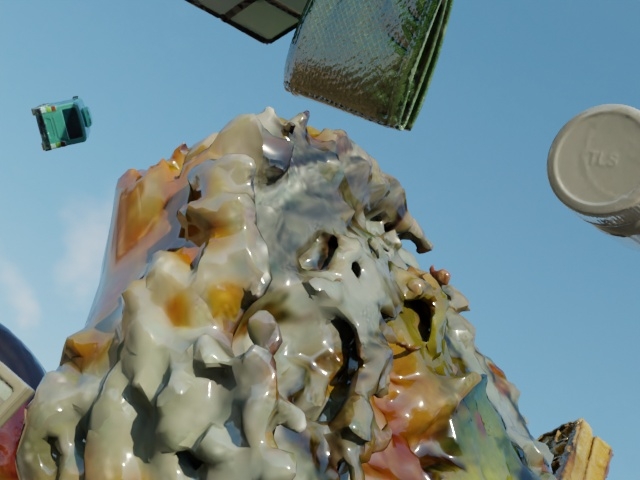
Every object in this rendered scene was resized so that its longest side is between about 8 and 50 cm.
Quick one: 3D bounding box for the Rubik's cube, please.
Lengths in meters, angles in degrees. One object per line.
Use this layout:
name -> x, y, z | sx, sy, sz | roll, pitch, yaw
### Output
Rubik's cube -> -0.077, -0.399, 1.105 | 0.183, 0.167, 0.180 | 22, -25, -39

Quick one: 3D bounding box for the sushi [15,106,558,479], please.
sushi -> 0.032, 0.132, 0.459 | 0.176, 0.417, 0.417 | -33, -60, 23

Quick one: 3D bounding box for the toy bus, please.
toy bus -> -0.457, -0.211, 1.468 | 0.160, 0.092, 0.079 | -137, -145, -72

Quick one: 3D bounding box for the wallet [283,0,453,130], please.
wallet -> 0.049, -0.213, 0.879 | 0.055, 0.160, 0.236 | 9, 13, -36

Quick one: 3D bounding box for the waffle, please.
waffle -> 0.342, 0.433, 1.314 | 0.091, 0.308, 0.213 | 48, -52, 0

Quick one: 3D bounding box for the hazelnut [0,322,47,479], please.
hazelnut -> -0.640, 0.313, 1.348 | 0.421, 0.421, 0.353 | 20, -10, 16

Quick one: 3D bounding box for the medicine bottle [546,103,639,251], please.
medicine bottle -> 0.287, -0.052, 0.760 | 0.105, 0.105, 0.168 | 5, -9, 38

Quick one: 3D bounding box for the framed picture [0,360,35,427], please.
framed picture -> -0.516, 0.191, 1.046 | 0.265, 0.192, 0.018 | 31, -19, 25
